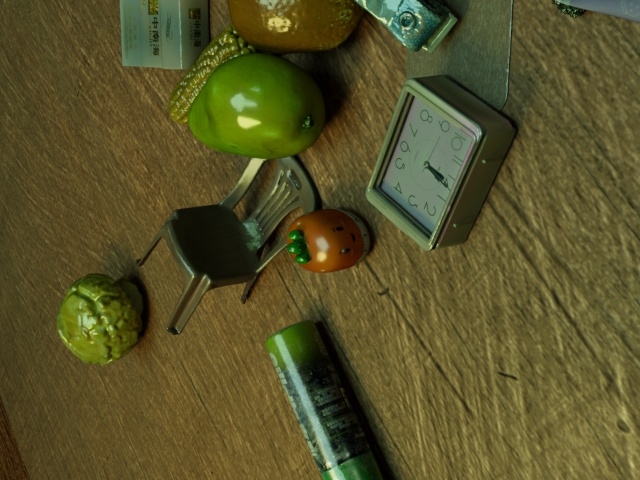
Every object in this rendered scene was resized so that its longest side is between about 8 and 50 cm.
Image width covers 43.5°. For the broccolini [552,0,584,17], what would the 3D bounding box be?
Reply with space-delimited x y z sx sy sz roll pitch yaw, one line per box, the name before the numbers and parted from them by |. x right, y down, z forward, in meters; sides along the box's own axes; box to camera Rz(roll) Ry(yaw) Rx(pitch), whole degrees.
broccolini | 0.253 -0.347 0.913 0.044 0.042 0.218 -41 61 49

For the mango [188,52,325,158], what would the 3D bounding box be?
mango | -0.096 -0.202 1.254 0.273 0.185 0.149 170 112 -68

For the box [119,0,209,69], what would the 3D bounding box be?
box | -0.304 -0.410 1.547 0.243 0.067 0.155 15 111 49

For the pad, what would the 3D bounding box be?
pad | 0.176 -0.298 1.034 0.176 0.002 0.266 15 110 48

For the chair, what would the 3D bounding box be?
chair | -0.162 -0.005 1.376 0.175 0.183 0.326 58 138 23

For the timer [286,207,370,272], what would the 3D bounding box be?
timer | 0.000 0.000 1.227 0.136 0.136 0.099 -3 91 51

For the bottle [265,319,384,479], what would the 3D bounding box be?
bottle | 0.014 0.295 1.297 0.093 0.093 0.330 -45 64 46

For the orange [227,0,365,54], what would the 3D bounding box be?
orange | -0.048 -0.363 1.170 0.237 0.158 0.179 15 112 48

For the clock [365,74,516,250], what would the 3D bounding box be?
clock | 0.152 -0.101 1.051 0.147 0.071 0.192 45 131 34

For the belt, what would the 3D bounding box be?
belt | 0.044 -0.358 1.031 0.302 0.087 0.072 40 120 0

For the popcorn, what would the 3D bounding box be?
popcorn | -0.505 0.183 1.845 0.204 0.184 0.221 58 136 16

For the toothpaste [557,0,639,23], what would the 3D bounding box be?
toothpaste | 0.387 -0.225 0.741 0.371 0.080 0.125 41 107 42

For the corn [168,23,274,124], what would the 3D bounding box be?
corn | -0.185 -0.280 1.405 0.313 0.102 0.102 -32 73 51
